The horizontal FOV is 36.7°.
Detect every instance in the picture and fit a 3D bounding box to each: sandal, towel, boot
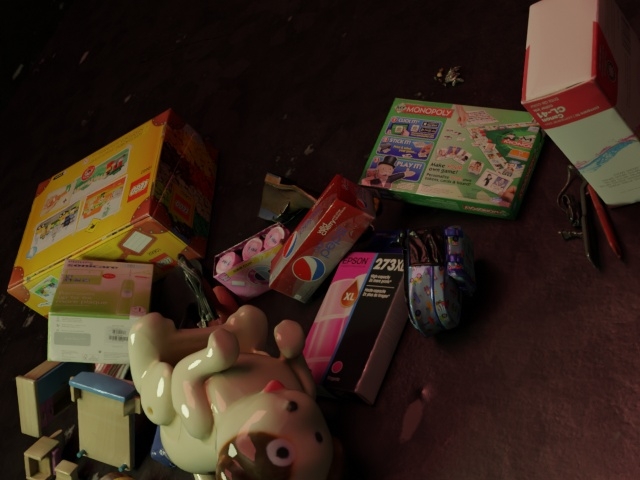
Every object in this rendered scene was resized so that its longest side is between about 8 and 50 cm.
[{"bbox_3d":[-0.313,0.203,2.083,0.167,0.107,0.445,-34,39,16],"label":"sandal"},{"bbox_3d":[-0.507,0.279,2.270,0.197,0.029,0.144,-4,56,42],"label":"towel"},{"bbox_3d":[-0.058,-0.071,2.124,0.219,0.082,0.106,29,101,48],"label":"boot"}]

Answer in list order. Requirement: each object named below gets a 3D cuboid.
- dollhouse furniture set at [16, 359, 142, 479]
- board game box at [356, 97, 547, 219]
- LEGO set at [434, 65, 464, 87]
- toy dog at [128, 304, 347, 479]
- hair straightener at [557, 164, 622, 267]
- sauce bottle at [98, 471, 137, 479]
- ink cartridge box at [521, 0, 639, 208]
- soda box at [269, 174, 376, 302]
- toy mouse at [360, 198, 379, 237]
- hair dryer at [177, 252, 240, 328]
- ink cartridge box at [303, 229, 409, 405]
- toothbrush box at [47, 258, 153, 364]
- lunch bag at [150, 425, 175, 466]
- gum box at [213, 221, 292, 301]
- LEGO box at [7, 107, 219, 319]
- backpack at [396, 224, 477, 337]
[{"bbox_3d":[-0.463,0.387,2.080,0.303,0.286,0.198,11,23,22],"label":"dollhouse furniture set"},{"bbox_3d":[0.251,-0.162,1.836,0.317,0.046,0.213,11,65,31],"label":"board game box"},{"bbox_3d":[0.274,-0.355,2.069,0.083,0.023,0.054,4,61,46],"label":"LEGO set"},{"bbox_3d":[-0.141,0.316,1.640,0.408,0.285,0.395,20,100,56],"label":"toy dog"},{"bbox_3d":[0.434,-0.042,1.620,0.089,0.047,0.230,-29,41,23],"label":"hair straightener"},{"bbox_3d":[-0.315,0.546,1.787,0.344,0.111,0.111,23,75,50],"label":"sauce bottle"},{"bbox_3d":[0.456,-0.229,1.550,0.131,0.306,0.226,-16,47,36],"label":"ink cartridge box"},{"bbox_3d":[0.000,0.000,1.890,0.263,0.092,0.083,-52,22,32],"label":"soda box"},{"bbox_3d":[0.061,-0.043,1.989,0.143,0.031,0.161,-41,32,12],"label":"toy mouse"},{"bbox_3d":[-0.210,0.127,1.973,0.080,0.223,0.293,-18,-3,-1],"label":"hair dryer"},{"bbox_3d":[0.087,0.122,1.806,0.176,0.069,0.371,1,56,46],"label":"ink cartridge box"},{"bbox_3d":[-0.481,0.154,2.135,0.283,0.206,0.122,-107,22,-68],"label":"toothbrush box"},{"bbox_3d":[-0.288,0.403,1.916,0.065,0.067,0.098,-19,47,33],"label":"lunch bag"},{"bbox_3d":[-0.119,0.045,2.032,0.188,0.107,0.062,-27,42,25],"label":"gum box"},{"bbox_3d":[-0.519,-0.054,2.438,0.500,0.193,0.372,-24,43,28],"label":"LEGO box"},{"bbox_3d":[0.204,0.075,1.661,0.117,0.158,0.173,-7,65,18],"label":"backpack"}]
